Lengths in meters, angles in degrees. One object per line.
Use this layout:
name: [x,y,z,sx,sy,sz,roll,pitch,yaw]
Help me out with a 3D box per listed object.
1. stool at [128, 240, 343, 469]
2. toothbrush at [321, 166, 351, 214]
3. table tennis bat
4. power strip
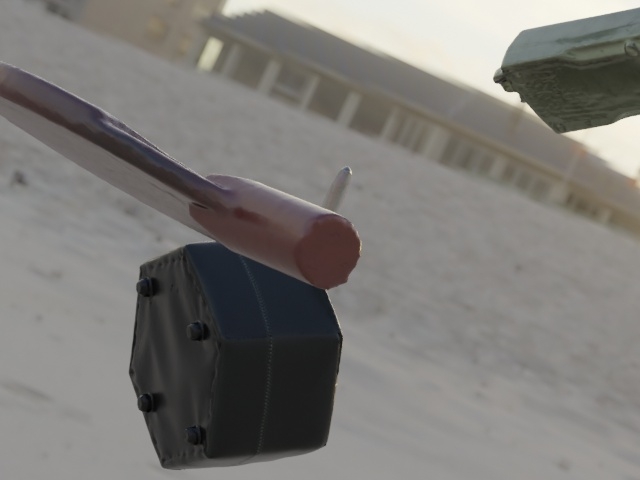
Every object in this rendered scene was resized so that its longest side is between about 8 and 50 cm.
stool: [-0.085,0.106,1.756,0.141,0.232,0.232,-1,12,-28]
toothbrush: [0.000,0.000,2.149,0.029,0.025,0.307,49,-28,15]
table tennis bat: [-0.085,-0.031,1.030,0.200,0.038,0.310,33,-7,-39]
power strip: [0.248,-0.132,1.332,0.286,0.048,0.080,-7,-43,50]
